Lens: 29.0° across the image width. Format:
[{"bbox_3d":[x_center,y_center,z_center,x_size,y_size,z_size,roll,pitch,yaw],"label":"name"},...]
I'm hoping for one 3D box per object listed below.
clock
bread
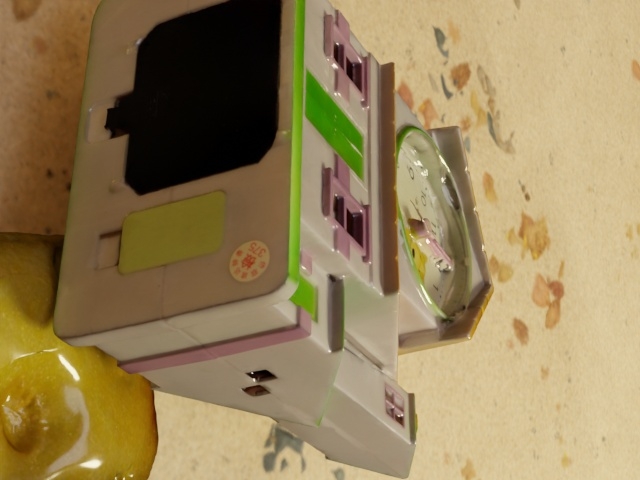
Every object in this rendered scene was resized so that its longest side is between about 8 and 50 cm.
[{"bbox_3d":[0.000,0.000,0.764,0.309,0.166,0.235,45,39,-52],"label":"clock"},{"bbox_3d":[-0.181,0.076,0.643,0.233,0.088,0.160,-3,92,-52],"label":"bread"}]
